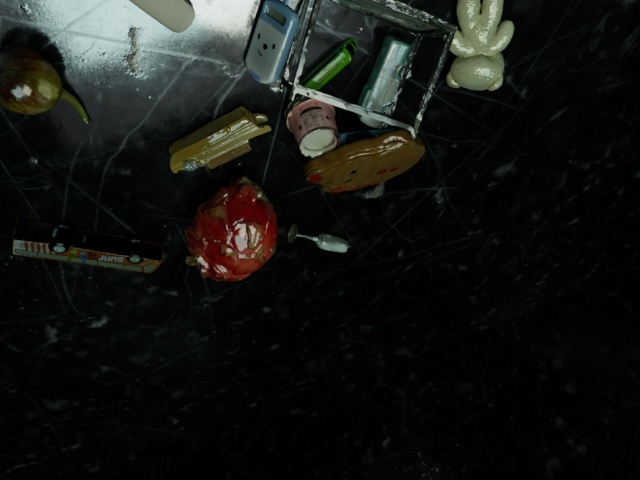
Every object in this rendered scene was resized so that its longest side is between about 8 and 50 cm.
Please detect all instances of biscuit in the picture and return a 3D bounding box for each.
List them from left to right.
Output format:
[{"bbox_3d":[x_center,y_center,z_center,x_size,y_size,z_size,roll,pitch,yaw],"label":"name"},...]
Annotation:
[{"bbox_3d":[0.132,-0.234,1.371,0.381,0.074,0.359,-14,168,-15],"label":"biscuit"}]

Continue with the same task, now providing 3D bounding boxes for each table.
[{"bbox_3d":[0.099,-0.444,1.083,0.335,0.222,0.272,13,110,-17],"label":"table"}]

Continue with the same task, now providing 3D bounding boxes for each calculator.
[{"bbox_3d":[-0.123,-0.501,1.095,0.039,0.121,0.210,-17,144,-48],"label":"calculator"},{"bbox_3d":[0.148,-0.308,1.377,0.293,0.173,0.051,-9,91,-16],"label":"calculator"}]

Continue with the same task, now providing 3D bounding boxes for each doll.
[{"bbox_3d":[0.470,-0.593,1.286,0.149,0.175,0.278,-44,139,-37],"label":"doll"}]

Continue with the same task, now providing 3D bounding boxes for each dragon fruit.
[{"bbox_3d":[-0.273,-0.024,1.376,0.342,0.277,0.277,-44,134,6],"label":"dragon fruit"}]

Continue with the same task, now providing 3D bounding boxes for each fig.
[{"bbox_3d":[-0.639,-0.346,1.026,0.149,0.149,0.245,-39,159,14],"label":"fig"}]

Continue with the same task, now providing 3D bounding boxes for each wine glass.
[{"bbox_3d":[0.000,0.000,1.659,0.262,0.074,0.074,14,124,-34],"label":"wine glass"}]

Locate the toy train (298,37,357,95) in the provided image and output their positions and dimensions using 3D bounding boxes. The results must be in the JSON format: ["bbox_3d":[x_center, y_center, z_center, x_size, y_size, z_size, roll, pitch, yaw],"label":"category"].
[{"bbox_3d":[0.023,-0.482,1.229,0.209,0.042,0.044,-38,135,14],"label":"toy train"}]

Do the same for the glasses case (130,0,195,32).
[{"bbox_3d":[-0.361,-0.535,0.961,0.081,0.051,0.204,-40,160,14],"label":"glasses case"}]

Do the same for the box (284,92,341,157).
[{"bbox_3d":[-0.017,-0.327,1.263,0.151,0.135,0.151,-14,152,-7],"label":"box"}]

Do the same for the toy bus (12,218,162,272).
[{"bbox_3d":[-0.705,0.022,1.350,0.409,0.093,0.092,13,132,-32],"label":"toy bus"}]

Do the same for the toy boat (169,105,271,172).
[{"bbox_3d":[-0.288,-0.276,1.252,0.310,0.089,0.115,-28,139,3],"label":"toy boat"}]

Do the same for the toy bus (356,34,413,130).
[{"bbox_3d":[0.192,-0.464,1.294,0.109,0.091,0.262,11,125,-18],"label":"toy bus"}]
